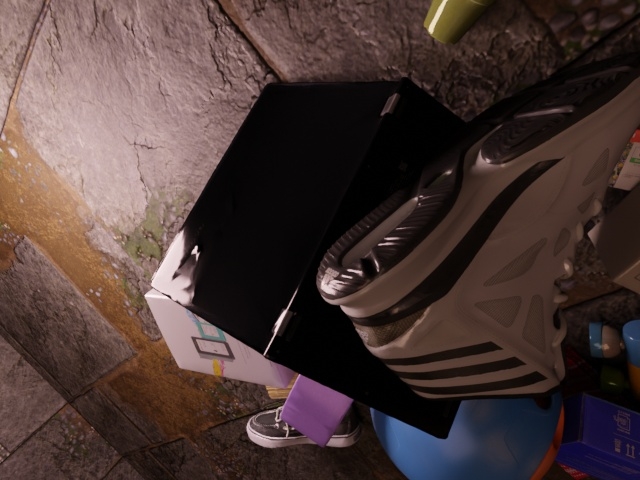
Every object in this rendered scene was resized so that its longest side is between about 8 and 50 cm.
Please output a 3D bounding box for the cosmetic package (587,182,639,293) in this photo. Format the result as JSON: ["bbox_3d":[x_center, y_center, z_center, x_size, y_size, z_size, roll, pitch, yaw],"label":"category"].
[{"bbox_3d":[0.479,-0.057,0.440,0.160,0.113,0.309,25,128,-4],"label":"cosmetic package"}]

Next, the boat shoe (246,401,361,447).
[{"bbox_3d":[-0.055,0.441,1.027,0.306,0.113,0.104,-8,108,27],"label":"boat shoe"}]

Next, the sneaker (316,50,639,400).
[{"bbox_3d":[0.233,-0.001,0.480,0.257,0.447,0.169,54,171,-18],"label":"sneaker"}]

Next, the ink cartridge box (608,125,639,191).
[{"bbox_3d":[0.384,-0.123,0.517,0.063,0.029,0.115,15,125,18],"label":"ink cartridge box"}]

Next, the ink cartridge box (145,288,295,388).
[{"bbox_3d":[-0.164,0.143,0.848,0.270,0.198,0.197,0,119,28],"label":"ink cartridge box"}]

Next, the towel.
[{"bbox_3d":[0.452,0.322,0.748,0.275,0.031,0.199,43,129,-2],"label":"towel"}]

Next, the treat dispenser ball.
[{"bbox_3d":[0.221,0.251,0.659,0.288,0.288,0.288,13,123,20],"label":"treat dispenser ball"}]

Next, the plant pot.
[{"bbox_3d":[0.168,-0.289,0.505,0.083,0.083,0.079,37,139,3],"label":"plant pot"}]

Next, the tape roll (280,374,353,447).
[{"bbox_3d":[0.040,0.214,0.736,0.090,0.275,0.274,30,127,12],"label":"tape roll"}]

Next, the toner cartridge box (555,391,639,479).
[{"bbox_3d":[0.526,0.341,0.615,0.348,0.075,0.165,19,152,11],"label":"toner cartridge box"}]

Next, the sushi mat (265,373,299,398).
[{"bbox_3d":[-0.006,0.306,0.955,0.317,0.019,0.151,-10,112,23],"label":"sushi mat"}]

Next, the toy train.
[{"bbox_3d":[0.501,0.228,0.629,0.143,0.105,0.248,-2,117,40],"label":"toy train"}]

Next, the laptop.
[{"bbox_3d":[0.033,-0.008,0.600,0.408,0.381,0.236,30,168,-15],"label":"laptop"}]
